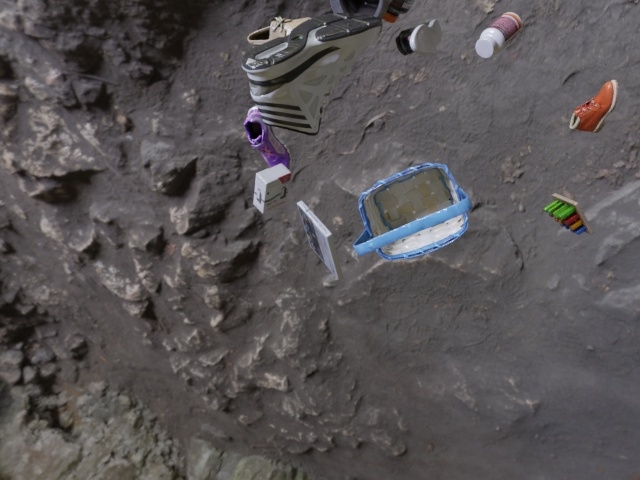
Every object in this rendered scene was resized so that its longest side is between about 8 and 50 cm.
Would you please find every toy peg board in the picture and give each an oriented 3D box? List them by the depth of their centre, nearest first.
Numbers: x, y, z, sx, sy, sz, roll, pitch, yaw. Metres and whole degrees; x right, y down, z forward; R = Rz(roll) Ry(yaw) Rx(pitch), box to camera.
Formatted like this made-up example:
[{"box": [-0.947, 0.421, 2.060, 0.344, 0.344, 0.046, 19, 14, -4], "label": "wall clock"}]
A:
[{"box": [1.000, -0.091, 1.804, 0.079, 0.161, 0.160, -36, 109, 8], "label": "toy peg board"}]

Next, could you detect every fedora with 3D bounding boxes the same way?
[{"box": [0.167, -0.879, 1.560, 0.276, 0.124, 0.243, -10, 110, 60], "label": "fedora"}]

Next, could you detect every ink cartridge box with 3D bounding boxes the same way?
[{"box": [-0.152, -0.162, 1.387, 0.056, 0.099, 0.135, 45, 146, 23], "label": "ink cartridge box"}]

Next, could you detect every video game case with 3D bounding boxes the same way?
[{"box": [0.000, 0.000, 1.269, 0.173, 0.022, 0.190, 49, 164, 41], "label": "video game case"}]

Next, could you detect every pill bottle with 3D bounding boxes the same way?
[{"box": [0.568, -0.654, 1.416, 0.086, 0.152, 0.086, 41, 161, 17], "label": "pill bottle"}, {"box": [0.304, -0.936, 1.630, 0.131, 0.130, 0.245, 37, 135, -1], "label": "pill bottle"}]

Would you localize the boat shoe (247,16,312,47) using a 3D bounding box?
[{"box": [-0.140, -0.731, 1.568, 0.303, 0.109, 0.098, 3, 155, 43], "label": "boat shoe"}]

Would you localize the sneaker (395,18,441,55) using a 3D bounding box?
[{"box": [0.334, -0.710, 1.597, 0.147, 0.295, 0.104, -10, 118, 35], "label": "sneaker"}]

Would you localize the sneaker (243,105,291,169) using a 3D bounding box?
[{"box": [-0.181, -0.317, 1.451, 0.095, 0.104, 0.236, -18, 112, 23], "label": "sneaker"}]

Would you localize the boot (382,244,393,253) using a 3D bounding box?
[{"box": [0.280, -0.024, 1.512, 0.069, 0.190, 0.086, 54, 162, 7], "label": "boot"}]

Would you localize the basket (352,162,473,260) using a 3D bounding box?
[{"box": [0.215, -0.062, 1.008, 0.255, 0.289, 0.200, -22, 96, 22], "label": "basket"}]

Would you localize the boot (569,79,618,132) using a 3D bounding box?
[{"box": [0.748, -0.365, 1.212, 0.085, 0.059, 0.157, 6, 139, 5], "label": "boot"}]

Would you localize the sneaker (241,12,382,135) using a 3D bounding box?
[{"box": [-0.006, -0.461, 1.250, 0.169, 0.448, 0.257, 38, 151, 37], "label": "sneaker"}]
